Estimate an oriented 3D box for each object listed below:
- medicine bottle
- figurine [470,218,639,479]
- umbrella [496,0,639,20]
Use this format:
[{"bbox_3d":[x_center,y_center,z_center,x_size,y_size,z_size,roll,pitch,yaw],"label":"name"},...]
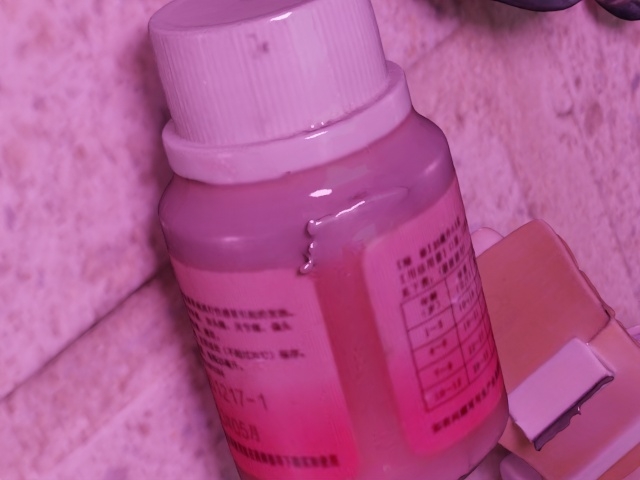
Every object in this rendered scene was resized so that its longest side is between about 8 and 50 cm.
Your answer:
[{"bbox_3d":[0.000,0.000,0.793,0.147,0.147,0.247,-30,116,-34],"label":"medicine bottle"},{"bbox_3d":[0.162,0.093,0.974,0.162,0.141,0.237,-48,133,10],"label":"figurine"},{"bbox_3d":[0.085,-0.198,0.869,0.349,0.094,0.143,24,85,-43],"label":"umbrella"}]
